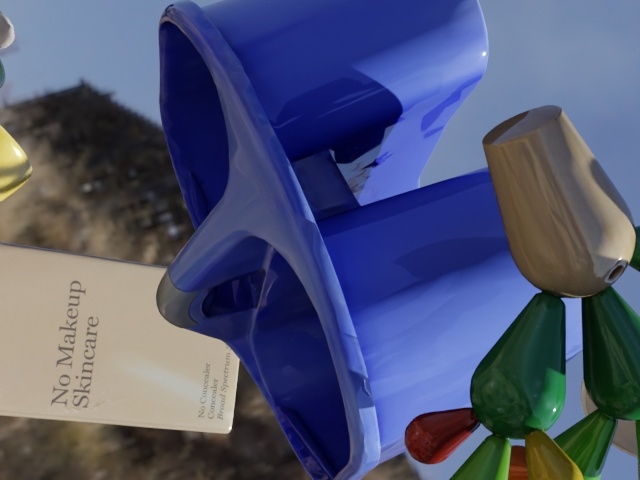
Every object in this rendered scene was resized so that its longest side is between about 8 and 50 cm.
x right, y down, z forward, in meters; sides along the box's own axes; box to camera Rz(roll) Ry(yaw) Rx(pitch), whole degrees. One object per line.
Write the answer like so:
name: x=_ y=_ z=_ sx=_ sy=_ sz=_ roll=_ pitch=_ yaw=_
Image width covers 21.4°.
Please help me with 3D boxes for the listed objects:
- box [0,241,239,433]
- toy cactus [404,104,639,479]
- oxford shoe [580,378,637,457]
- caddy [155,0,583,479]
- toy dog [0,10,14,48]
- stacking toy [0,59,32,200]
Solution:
box: x=-0.227 y=0.081 z=1.439 sx=0.121 sy=0.311 sz=0.148 roll=0 pitch=-96 yaw=52
toy cactus: x=0.116 y=0.029 z=0.688 sx=0.180 sy=0.219 sz=0.112 roll=64 pitch=-11 yaw=-16
oxford shoe: x=0.436 y=0.173 z=1.442 sx=0.449 sy=0.130 sz=0.169 roll=14 pitch=-64 yaw=22
caddy: x=0.000 y=0.000 z=0.865 sx=0.341 sy=0.179 sz=0.241 roll=108 pitch=-40 yaw=-75
toy dog: x=-0.316 y=-0.292 z=1.559 sx=0.333 sy=0.161 sz=0.220 roll=-19 pitch=-108 yaw=36
stacking toy: x=-0.326 y=-0.101 z=0.988 sx=0.309 sy=0.130 sz=0.279 roll=36 pitch=-16 yaw=-4
